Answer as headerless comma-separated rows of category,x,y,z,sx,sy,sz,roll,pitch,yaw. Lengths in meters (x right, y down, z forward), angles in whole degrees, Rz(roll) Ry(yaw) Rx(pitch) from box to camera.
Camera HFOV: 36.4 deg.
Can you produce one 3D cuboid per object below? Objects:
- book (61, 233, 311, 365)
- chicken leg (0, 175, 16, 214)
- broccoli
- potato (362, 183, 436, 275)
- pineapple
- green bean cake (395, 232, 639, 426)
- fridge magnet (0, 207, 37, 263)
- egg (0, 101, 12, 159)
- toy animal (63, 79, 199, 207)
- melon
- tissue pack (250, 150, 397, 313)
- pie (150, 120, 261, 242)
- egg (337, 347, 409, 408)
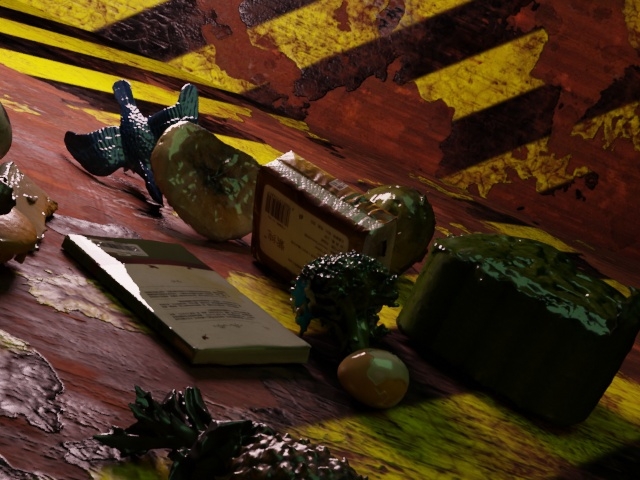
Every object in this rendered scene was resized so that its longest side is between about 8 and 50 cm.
book,-0.168,0.069,1.212,0.201,0.026,0.289,8,21,-49
chicken leg,-0.376,-0.018,0.982,0.085,0.069,0.198,28,36,8
broccoli,0.035,0.093,1.280,0.155,0.167,0.160,8,56,-18
potato,0.114,-0.013,1.752,0.141,0.176,0.298,28,-11,-9
pineapple,-0.070,0.191,0.798,0.251,0.125,0.125,22,9,37
green bean cake,0.317,0.111,1.500,0.319,0.218,0.335,29,13,19
fridge magnet,-0.389,-0.019,1.089,0.143,0.063,0.143,24,16,-7
egg,-0.497,-0.161,1.293,0.182,0.141,0.141,25,10,-40
toy animal,-0.296,-0.165,1.616,0.176,0.239,0.255,131,-63,-77
melon,-0.388,-0.040,1.236,0.098,0.054,0.182,36,10,-18
tissue pack,0.000,0.000,1.438,0.226,0.183,0.092,32,44,30
pie,-0.175,-0.083,1.556,0.218,0.052,0.185,27,55,-33
egg,0.062,0.163,1.166,0.083,0.071,0.071,18,15,-14
